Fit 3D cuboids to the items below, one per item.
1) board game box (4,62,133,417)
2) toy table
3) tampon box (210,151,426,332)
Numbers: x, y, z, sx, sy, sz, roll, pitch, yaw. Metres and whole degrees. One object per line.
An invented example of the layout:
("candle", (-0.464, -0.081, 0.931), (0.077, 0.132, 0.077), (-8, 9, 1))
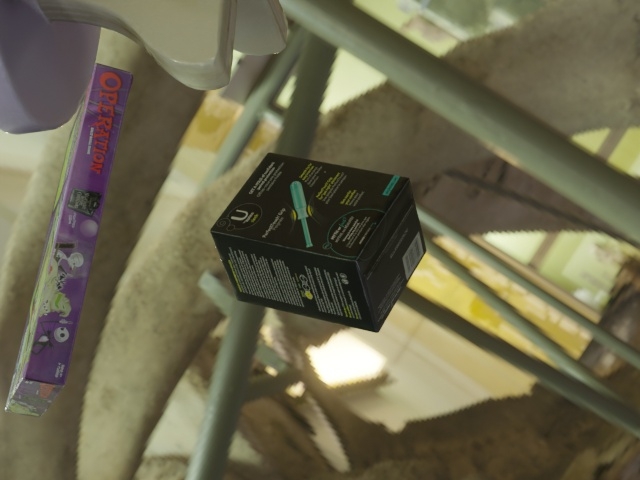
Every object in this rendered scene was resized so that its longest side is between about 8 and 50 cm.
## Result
("board game box", (-0.274, 0.006, 1.291), (0.056, 0.346, 0.208), (13, 160, -11))
("toy table", (-0.129, -0.203, 0.778), (0.161, 0.274, 0.252), (-6, 161, 12))
("tampon box", (0.000, 0.000, 1.146), (0.161, 0.120, 0.101), (12, 139, 29))
